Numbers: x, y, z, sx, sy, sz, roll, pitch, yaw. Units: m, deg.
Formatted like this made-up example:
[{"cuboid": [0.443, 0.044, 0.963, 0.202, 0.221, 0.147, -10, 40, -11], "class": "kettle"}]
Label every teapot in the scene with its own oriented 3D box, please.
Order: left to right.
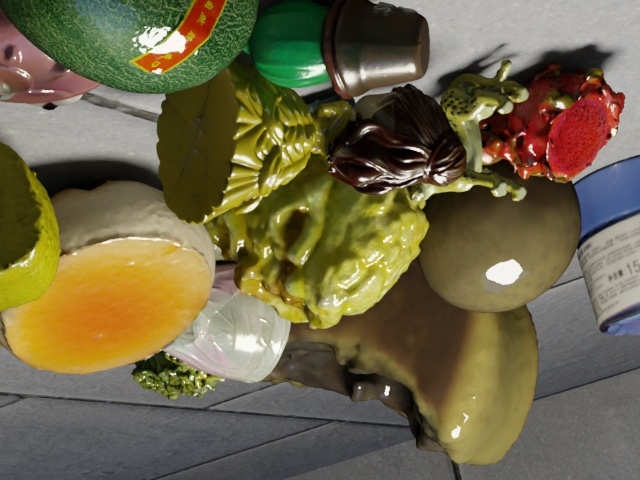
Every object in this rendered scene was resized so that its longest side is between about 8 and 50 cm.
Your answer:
[{"cuboid": [-0.147, 0.077, 2.096, 0.178, 0.221, 0.163, 14, 146, -31], "class": "teapot"}]

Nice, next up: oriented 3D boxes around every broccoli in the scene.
[{"cuboid": [-0.232, 0.156, 2.313, 0.273, 0.180, 0.242, 1, 160, -35], "class": "broccoli"}]

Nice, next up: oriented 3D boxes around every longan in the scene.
[{"cuboid": [0.226, -0.019, 1.973, 0.248, 0.248, 0.248, -10, 163, -3], "class": "longan"}]

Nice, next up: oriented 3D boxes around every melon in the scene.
[{"cuboid": [-0.150, -0.210, 1.215, 0.182, 0.182, 0.288, -18, 163, 21], "class": "melon"}]

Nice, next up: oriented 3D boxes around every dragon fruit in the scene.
[{"cuboid": [0.262, -0.134, 1.817, 0.208, 0.150, 0.133, -16, 134, 35], "class": "dragon fruit"}]

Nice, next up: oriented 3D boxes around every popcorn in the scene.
[{"cuboid": [0.000, 0.000, 1.899, 0.286, 0.225, 0.174, -19, 158, 18], "class": "popcorn"}]

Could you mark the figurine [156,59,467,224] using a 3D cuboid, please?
[{"cuboid": [0.000, -0.115, 1.649, 0.315, 0.187, 0.168, -4, -166, -34], "class": "figurine"}]

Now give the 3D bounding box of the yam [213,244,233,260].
[{"cuboid": [-0.122, -0.005, 2.066, 0.169, 0.068, 0.068, -4, 161, -28], "class": "yam"}]

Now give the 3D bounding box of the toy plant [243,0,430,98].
[{"cuboid": [0.006, -0.194, 1.513, 0.200, 0.105, 0.143, 5, -175, 13], "class": "toy plant"}]

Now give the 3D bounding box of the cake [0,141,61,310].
[{"cuboid": [-0.424, -0.003, 1.679, 0.261, 0.179, 0.156, -17, 161, -4], "class": "cake"}]

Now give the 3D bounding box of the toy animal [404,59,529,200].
[{"cuboid": [0.166, -0.126, 1.766, 0.136, 0.181, 0.073, 12, -160, 34], "class": "toy animal"}]

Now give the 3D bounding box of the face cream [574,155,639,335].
[{"cuboid": [0.505, 0.011, 2.252, 0.249, 0.225, 0.249, -10, 164, -3], "class": "face cream"}]

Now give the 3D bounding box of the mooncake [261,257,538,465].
[{"cuboid": [0.106, 0.165, 2.203, 0.393, 0.394, 0.246, -33, 157, 19], "class": "mooncake"}]

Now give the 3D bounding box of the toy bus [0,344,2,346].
[{"cuboid": [-0.355, 0.074, 2.054, 0.210, 0.136, 0.126, -4, 161, -26], "class": "toy bus"}]

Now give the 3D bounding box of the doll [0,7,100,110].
[{"cuboid": [-0.278, -0.176, 1.383, 0.211, 0.093, 0.262, -15, 166, 33], "class": "doll"}]

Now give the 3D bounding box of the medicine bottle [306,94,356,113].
[{"cuboid": [-0.058, -0.122, 1.760, 0.209, 0.053, 0.090, -18, 161, 11], "class": "medicine bottle"}]

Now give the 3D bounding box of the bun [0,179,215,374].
[{"cuboid": [-0.287, 0.026, 1.893, 0.299, 0.164, 0.299, -17, 144, -13], "class": "bun"}]
